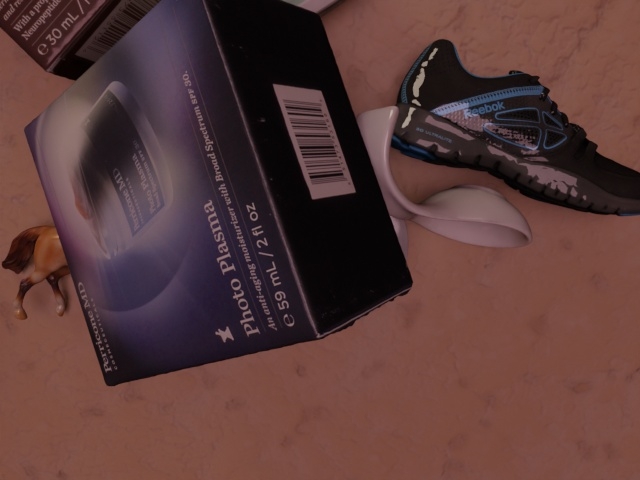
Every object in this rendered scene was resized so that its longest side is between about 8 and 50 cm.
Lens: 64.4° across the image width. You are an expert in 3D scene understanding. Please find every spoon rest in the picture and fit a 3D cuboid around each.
[{"bbox_3d":[0.138,-0.043,0.586,0.276,0.137,0.084,30,74,-35],"label":"spoon rest"}]

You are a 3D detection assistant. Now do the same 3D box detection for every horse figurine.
[{"bbox_3d":[-0.300,0.044,0.676,0.264,0.066,0.174,19,107,-6],"label":"horse figurine"}]

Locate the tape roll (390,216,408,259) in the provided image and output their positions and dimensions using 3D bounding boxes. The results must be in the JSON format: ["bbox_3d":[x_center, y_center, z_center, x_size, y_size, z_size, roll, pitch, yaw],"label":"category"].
[{"bbox_3d":[0.000,0.000,0.661,0.220,0.072,0.219,0,101,0],"label":"tape roll"}]

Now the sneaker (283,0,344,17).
[{"bbox_3d":[-0.077,-0.304,0.588,0.256,0.094,0.151,-35,105,-3],"label":"sneaker"}]

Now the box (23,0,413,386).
[{"bbox_3d":[-0.113,-0.035,0.515,0.294,0.183,0.296,-21,87,35],"label":"box"}]

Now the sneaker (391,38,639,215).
[{"bbox_3d":[0.255,-0.126,0.608,0.341,0.125,0.139,20,96,-6],"label":"sneaker"}]

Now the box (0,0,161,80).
[{"bbox_3d":[-0.349,-0.381,0.556,0.381,0.143,0.191,44,99,-6],"label":"box"}]
